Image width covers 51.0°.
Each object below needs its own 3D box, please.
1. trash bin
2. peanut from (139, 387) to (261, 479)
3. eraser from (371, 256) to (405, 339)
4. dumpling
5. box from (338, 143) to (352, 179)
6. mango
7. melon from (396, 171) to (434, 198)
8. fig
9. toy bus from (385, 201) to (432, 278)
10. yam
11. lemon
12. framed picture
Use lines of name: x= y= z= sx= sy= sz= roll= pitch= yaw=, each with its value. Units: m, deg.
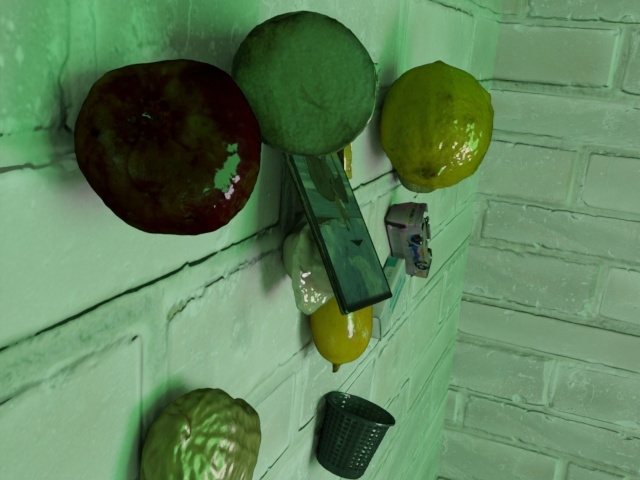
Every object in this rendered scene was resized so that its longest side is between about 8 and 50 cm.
trash bin: x=0.070 y=0.463 z=1.580 sx=0.175 sy=0.175 sz=0.161 roll=8 pitch=104 yaw=-69
peanut: x=-0.164 y=0.306 z=0.950 sx=0.233 sy=0.110 sz=0.197 roll=64 pitch=41 yaw=-60
eraser: x=0.179 y=0.153 z=1.834 sx=0.095 sy=0.052 sz=0.225 roll=83 pitch=26 yaw=-44
dumpling: x=0.000 y=0.000 z=1.202 sx=0.252 sy=0.131 sz=0.179 roll=-62 pitch=146 yaw=-45
box: x=0.039 y=-0.196 z=1.290 sx=0.073 sy=0.020 sz=0.149 roll=-124 pitch=-154 yaw=-53
mango: x=0.047 y=0.118 z=1.392 sx=0.176 sy=0.119 sz=0.317 roll=-5 pitch=100 yaw=-60
melon: x=0.268 y=-0.203 z=1.774 sx=0.139 sy=0.139 sz=0.192 roll=-26 pitch=126 yaw=-64
fig: x=-0.146 y=-0.112 z=0.749 sx=0.290 sy=0.190 sz=0.191 roll=-69 pitch=164 yaw=-73
toy bus: x=0.254 y=0.001 z=1.866 sx=0.274 sy=0.112 sz=0.090 roll=71 pitch=34 yaw=-53
yam: x=-0.029 y=-0.196 z=0.840 sx=0.304 sy=0.168 sz=0.168 roll=-110 pitch=-156 yaw=-75
lemon: x=0.271 y=-0.273 z=1.572 sx=0.268 sy=0.268 sz=0.322 roll=64 pitch=37 yaw=-57
framed picture: x=0.026 y=-0.049 z=1.154 sx=0.265 sy=0.016 sz=0.347 roll=0 pitch=69 yaw=-69
